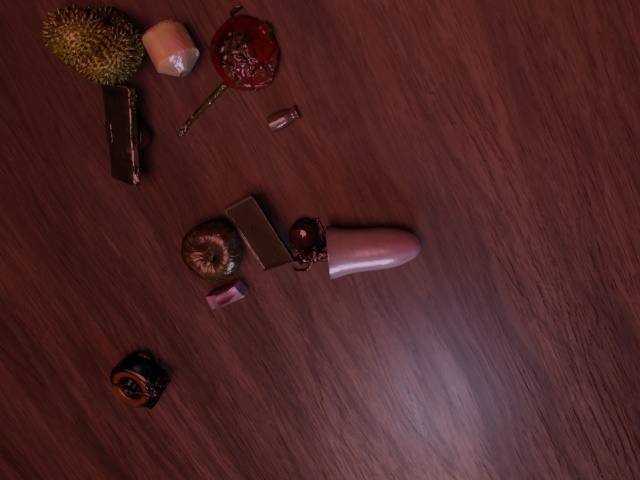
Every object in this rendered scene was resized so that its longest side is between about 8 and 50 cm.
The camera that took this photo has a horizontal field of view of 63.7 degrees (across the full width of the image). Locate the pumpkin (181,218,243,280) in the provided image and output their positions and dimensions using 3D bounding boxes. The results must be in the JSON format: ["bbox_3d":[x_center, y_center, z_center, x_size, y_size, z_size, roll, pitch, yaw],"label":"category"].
[{"bbox_3d":[-0.373,0.042,1.759,0.218,0.162,0.219,3,113,7],"label":"pumpkin"}]

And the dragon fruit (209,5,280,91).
[{"bbox_3d":[-0.237,-0.551,1.514,0.218,0.148,0.224,31,113,0],"label":"dragon fruit"}]

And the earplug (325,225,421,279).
[{"bbox_3d":[0.172,0.029,1.648,0.300,0.172,0.173,-4,110,4],"label":"earplug"}]

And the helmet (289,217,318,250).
[{"bbox_3d":[-0.063,-0.010,1.717,0.098,0.070,0.123,20,118,12],"label":"helmet"}]

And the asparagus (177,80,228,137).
[{"bbox_3d":[-0.385,-0.422,1.660,0.248,0.025,0.024,-40,113,21],"label":"asparagus"}]

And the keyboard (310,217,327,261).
[{"bbox_3d":[0.000,0.000,1.747,0.053,0.010,0.155,-18,105,18],"label":"keyboard"}]

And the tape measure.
[{"bbox_3d":[-0.714,0.551,2.037,0.222,0.135,0.202,32,123,1],"label":"tape measure"}]

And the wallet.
[{"bbox_3d":[-0.650,-0.350,1.696,0.168,0.044,0.317,19,115,38],"label":"wallet"}]

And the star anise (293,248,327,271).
[{"bbox_3d":[-0.049,0.067,1.729,0.097,0.190,0.070,-12,84,-26],"label":"star anise"}]

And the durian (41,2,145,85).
[{"bbox_3d":[-0.674,-0.582,1.542,0.290,0.291,0.225,23,123,2],"label":"durian"}]

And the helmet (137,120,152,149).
[{"bbox_3d":[-0.590,-0.352,1.708,0.089,0.057,0.111,24,117,46],"label":"helmet"}]

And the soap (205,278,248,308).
[{"bbox_3d":[-0.333,0.190,1.838,0.149,0.100,0.056,-24,104,19],"label":"soap"}]

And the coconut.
[{"bbox_3d":[-0.445,-0.569,1.553,0.147,0.147,0.153,-27,98,19],"label":"coconut"}]

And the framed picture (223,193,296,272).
[{"bbox_3d":[-0.206,-0.018,1.728,0.192,0.018,0.266,-17,109,50],"label":"framed picture"}]

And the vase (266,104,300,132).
[{"bbox_3d":[-0.114,-0.381,1.606,0.100,0.053,0.053,-23,104,13],"label":"vase"}]
